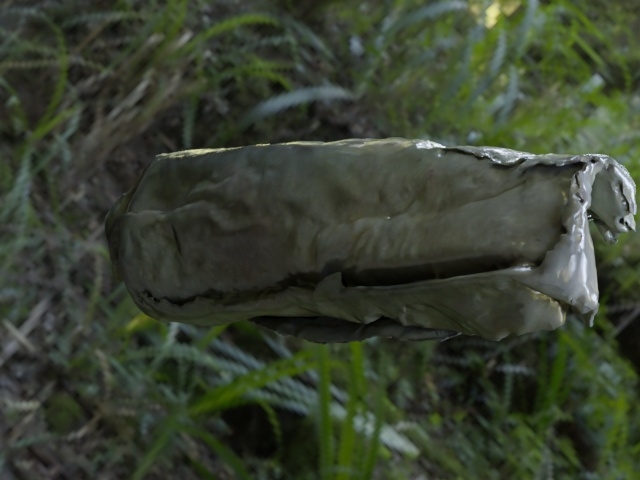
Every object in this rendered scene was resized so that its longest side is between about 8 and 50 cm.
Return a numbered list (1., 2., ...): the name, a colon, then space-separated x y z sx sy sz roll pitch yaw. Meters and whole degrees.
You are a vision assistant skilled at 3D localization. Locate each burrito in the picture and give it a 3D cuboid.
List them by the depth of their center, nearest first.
1. burrito: 0.001 0.001 0.402 0.188 0.058 0.045 1 -15 38
